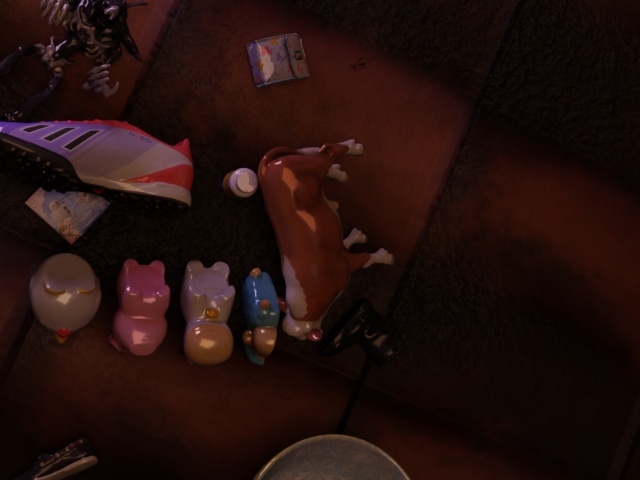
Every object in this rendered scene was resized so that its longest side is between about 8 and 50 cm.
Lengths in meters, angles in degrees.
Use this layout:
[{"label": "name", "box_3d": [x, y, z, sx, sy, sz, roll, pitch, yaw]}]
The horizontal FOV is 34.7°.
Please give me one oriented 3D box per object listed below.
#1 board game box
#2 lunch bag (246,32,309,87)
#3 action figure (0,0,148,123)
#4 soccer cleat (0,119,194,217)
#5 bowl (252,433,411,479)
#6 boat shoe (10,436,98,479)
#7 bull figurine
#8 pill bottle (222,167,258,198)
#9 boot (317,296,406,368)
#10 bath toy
[{"label": "board game box", "box_3d": [-0.361, -0.056, 1.475, 0.090, 0.020, 0.090, 43, 78, -11]}, {"label": "lunch bag", "box_3d": [-0.061, -0.273, 1.546, 0.083, 0.053, 0.071, -14, 95, -25]}, {"label": "action figure", "box_3d": [-0.345, -0.264, 1.418, 0.276, 0.141, 0.164, -44, 116, -12]}, {"label": "soccer cleat", "box_3d": [-0.321, -0.123, 1.425, 0.318, 0.108, 0.116, 15, 70, -32]}, {"label": "bowl", "box_3d": [-0.006, 0.434, 1.494, 0.289, 0.156, 0.289, 6, 73, -21]}, {"label": "boat shoe", "box_3d": [-0.385, 0.324, 1.458, 0.133, 0.049, 0.042, -25, 69, -8]}, {"label": "bull figurine", "box_3d": [0.000, 0.000, 1.520, 0.188, 0.101, 0.310, -27, 115, -32]}, {"label": "pill bottle", "box_3d": [-0.117, -0.084, 1.512, 0.043, 0.083, 0.043, 0, 89, -16]}, {"label": "boot", "box_3d": [0.068, 0.159, 1.588, 0.099, 0.045, 0.121, 45, 78, -14]}, {"label": "bath toy", "box_3d": [-0.240, 0.109, 1.463, 0.348, 0.129, 0.151, 7, 44, -18]}]
